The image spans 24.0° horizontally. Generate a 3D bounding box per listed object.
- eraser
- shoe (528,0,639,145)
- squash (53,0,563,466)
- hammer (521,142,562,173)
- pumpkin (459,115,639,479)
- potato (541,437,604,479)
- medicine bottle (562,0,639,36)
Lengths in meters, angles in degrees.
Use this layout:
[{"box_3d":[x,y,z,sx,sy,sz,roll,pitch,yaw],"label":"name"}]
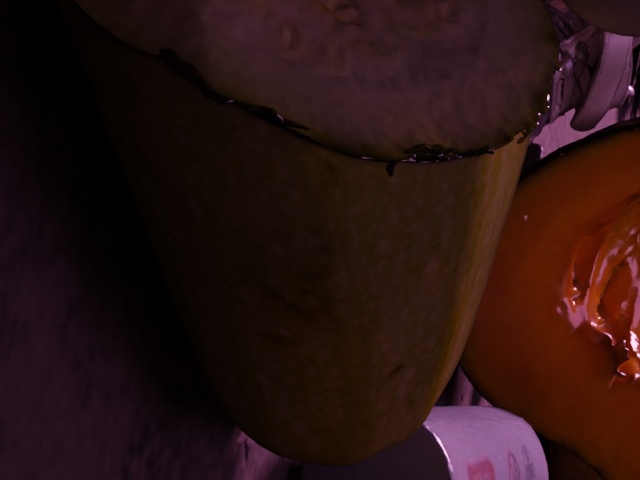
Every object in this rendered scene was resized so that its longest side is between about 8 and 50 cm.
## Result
[{"box_3d":[0.047,0.166,0.727,0.227,0.081,0.174,19,85,-72],"label":"eraser"},{"box_3d":[0.130,-0.099,0.813,0.180,0.092,0.089,-59,152,-45],"label":"shoe"},{"box_3d":[0.012,0.007,0.468,0.287,0.137,0.137,79,27,-49],"label":"squash"},{"box_3d":[0.165,-0.008,1.047,0.226,0.041,0.158,-39,137,-61],"label":"hammer"},{"box_3d":[0.141,0.022,0.894,0.130,0.149,0.254,-88,179,-62],"label":"pumpkin"},{"box_3d":[0.214,0.151,1.217,0.164,0.081,0.200,-62,159,-61],"label":"potato"},{"box_3d":[0.047,-0.208,0.346,0.375,0.123,0.282,36,34,-69],"label":"medicine bottle"}]
